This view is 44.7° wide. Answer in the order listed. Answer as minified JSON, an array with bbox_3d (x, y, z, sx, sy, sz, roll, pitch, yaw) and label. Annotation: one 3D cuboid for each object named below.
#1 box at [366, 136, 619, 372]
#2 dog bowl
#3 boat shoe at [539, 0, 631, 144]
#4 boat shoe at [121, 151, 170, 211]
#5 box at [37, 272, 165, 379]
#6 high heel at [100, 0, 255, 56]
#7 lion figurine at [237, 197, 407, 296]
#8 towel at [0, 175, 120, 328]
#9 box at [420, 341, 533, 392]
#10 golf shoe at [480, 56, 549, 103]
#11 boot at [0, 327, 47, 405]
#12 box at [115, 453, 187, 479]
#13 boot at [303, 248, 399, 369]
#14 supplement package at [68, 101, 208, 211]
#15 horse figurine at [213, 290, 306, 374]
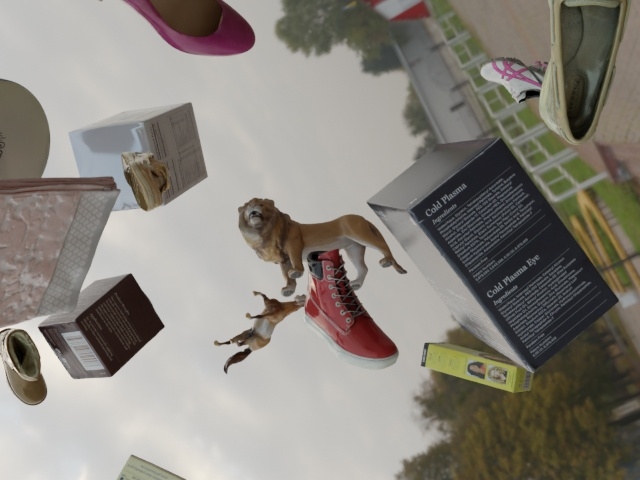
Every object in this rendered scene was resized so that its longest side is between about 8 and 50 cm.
[{"bbox_3d":[0.263,0.008,1.284,0.312,0.179,0.343,51,178,-9],"label":"box"},{"bbox_3d":[-0.654,-0.187,1.492,0.265,0.104,0.265,-38,-44,-49],"label":"dog bowl"},{"bbox_3d":[0.178,-0.142,0.518,0.048,0.056,0.153,-84,0,-68],"label":"boat shoe"},{"bbox_3d":[-0.249,-0.094,1.138,0.170,0.059,0.063,-131,33,-54],"label":"boat shoe"},{"bbox_3d":[-0.528,0.209,1.882,0.203,0.167,0.169,-46,-65,-45],"label":"box"},{"bbox_3d":[-0.246,-0.427,1.377,0.377,0.181,0.127,11,-98,-36],"label":"high heel"},{"bbox_3d":[0.000,0.000,1.874,0.142,0.392,0.240,107,158,-48],"label":"lion figurine"},{"bbox_3d":[-0.545,0.031,1.453,0.053,0.332,0.317,38,-156,23],"label":"towel"},{"bbox_3d":[0.338,0.272,1.690,0.087,0.232,0.058,8,-89,-50],"label":"box"},{"bbox_3d":[0.410,-0.333,1.626,0.186,0.086,0.067,20,178,41],"label":"golf shoe"},{"bbox_3d":[-0.749,0.328,1.971,0.269,0.089,0.236,-6,112,61],"label":"boot"},{"bbox_3d":[-0.237,0.471,1.115,0.243,0.117,0.214,-61,-38,-23],"label":"box"},{"bbox_3d":[0.051,0.115,1.419,0.244,0.088,0.176,31,129,45],"label":"boot"},{"bbox_3d":[-0.424,-0.201,1.852,0.263,0.199,0.198,-53,-44,-66],"label":"supplement package"},{"bbox_3d":[-0.156,0.217,1.944,0.066,0.263,0.174,46,-160,32],"label":"horse figurine"}]
